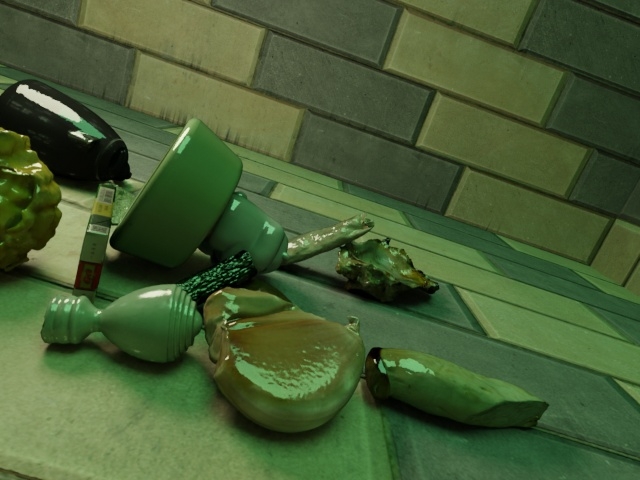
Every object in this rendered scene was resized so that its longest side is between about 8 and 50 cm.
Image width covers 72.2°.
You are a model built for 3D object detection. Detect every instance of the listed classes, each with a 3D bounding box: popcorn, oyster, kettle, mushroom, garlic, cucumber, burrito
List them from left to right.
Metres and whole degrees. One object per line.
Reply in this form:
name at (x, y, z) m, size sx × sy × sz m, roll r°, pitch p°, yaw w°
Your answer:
popcorn at (-0.515, -0.068, 0.646) m, size 0.250 × 0.250 × 0.190 m, roll 9°, pitch -18°, yaw -31°
kettle at (-0.639, -0.251, 1.158) m, size 0.290 × 0.207 × 0.268 m, roll 25°, pitch -11°, yaw -3°
cucumber at (-0.191, 0.074, 0.738) m, size 0.187 × 0.058 × 0.058 m, roll -27°, pitch 44°, yaw -35°
garlic at (-0.047, 0.169, 0.621) m, size 0.228 × 0.110 × 0.217 m, roll 5°, pitch 32°, yaw -23°
burrito at (0.000, 0.000, 1.074) m, size 0.275 × 0.059 × 0.082 m, roll -21°, pitch 24°, yaw -2°
oyster at (0.171, 0.090, 1.128) m, size 0.221 × 0.096 × 0.361 m, roll 34°, pitch 21°, yaw 27°
mushroom at (0.225, 0.247, 0.711) m, size 0.333 × 0.087 × 0.107 m, roll 20°, pitch 16°, yaw -7°

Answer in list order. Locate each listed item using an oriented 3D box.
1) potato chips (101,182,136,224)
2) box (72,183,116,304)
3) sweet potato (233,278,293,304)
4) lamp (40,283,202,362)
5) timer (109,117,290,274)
potato chips at (-0.425, -0.082, 1.064) m, size 0.228 × 0.059 × 0.167 m, roll 12°, pitch 24°, yaw -41°
box at (-0.371, 0.002, 0.726) m, size 0.034 × 0.132 × 0.235 m, roll 13°, pitch 17°, yaw -26°
sweet potato at (-0.118, 0.103, 0.789) m, size 0.244 × 0.077 × 0.077 m, roll 30°, pitch 20°, yaw 28°
lamp at (-0.257, 0.107, 0.588) m, size 0.193 × 0.106 × 0.106 m, roll 7°, pitch 19°, yaw -14°
timer at (-0.204, -0.035, 0.885) m, size 0.315 × 0.290 × 0.291 m, roll 35°, pitch 10°, yaw -23°
